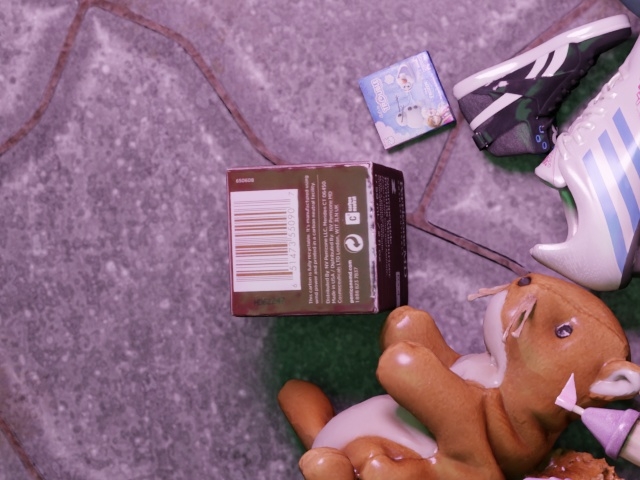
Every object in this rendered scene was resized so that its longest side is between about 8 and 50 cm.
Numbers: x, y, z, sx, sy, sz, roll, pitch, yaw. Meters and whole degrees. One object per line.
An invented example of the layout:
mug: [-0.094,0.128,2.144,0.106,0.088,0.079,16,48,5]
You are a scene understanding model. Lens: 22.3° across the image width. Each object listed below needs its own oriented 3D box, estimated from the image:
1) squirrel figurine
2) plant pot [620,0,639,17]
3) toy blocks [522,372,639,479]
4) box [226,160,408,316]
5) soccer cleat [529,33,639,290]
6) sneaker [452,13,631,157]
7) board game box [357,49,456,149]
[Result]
squirrel figurine: [0.202,0.237,1.790,0.370,0.281,0.397,-34,97,0]
plant pot: [0.397,-0.342,1.732,0.290,0.290,0.195,0,124,13]
toy blocks: [0.301,0.314,1.585,0.260,0.309,0.288,25,76,17]
box: [0.000,0.000,1.834,0.167,0.203,0.168,-3,89,13]
soccer cleat: [0.318,-0.111,1.782,0.143,0.116,0.331,14,81,7]
sneaker: [0.270,-0.164,1.843,0.217,0.079,0.121,-24,88,20]
board game box: [0.101,-0.164,1.905,0.090,0.020,0.090,-23,85,13]
